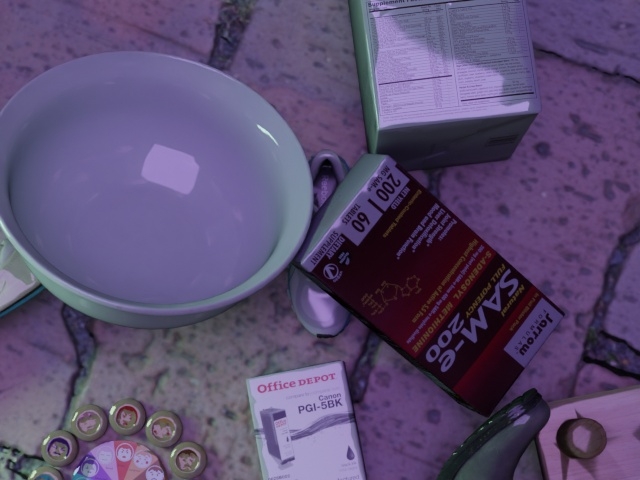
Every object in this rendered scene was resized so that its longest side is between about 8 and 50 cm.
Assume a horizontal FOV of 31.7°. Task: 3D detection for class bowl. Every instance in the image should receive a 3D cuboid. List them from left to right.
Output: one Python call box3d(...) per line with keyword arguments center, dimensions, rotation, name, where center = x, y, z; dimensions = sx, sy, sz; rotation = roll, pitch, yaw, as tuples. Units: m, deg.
box3d(center=(-0.163, -0.027, 1.057), dimensions=(0.298, 0.134, 0.297), rotation=(8, 54, -11), name="bowl")

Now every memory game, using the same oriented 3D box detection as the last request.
box3d(center=(-0.197, 0.247, 1.104), dimensions=(0.186, 0.012, 0.186), rotation=(0, 81, 2), name="memory game")

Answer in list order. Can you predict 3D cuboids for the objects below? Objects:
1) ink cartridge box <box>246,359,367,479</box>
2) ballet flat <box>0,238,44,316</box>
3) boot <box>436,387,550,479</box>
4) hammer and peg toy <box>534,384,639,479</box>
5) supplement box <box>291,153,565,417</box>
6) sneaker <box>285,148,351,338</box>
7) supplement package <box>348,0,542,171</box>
box3d(center=(-0.012, 0.189, 1.086), dimensions=(0.099, 0.056, 0.135), rotation=(-12, 82, 0), name="ink cartridge box")
box3d(center=(-0.350, 0.057, 1.093), dimensions=(0.248, 0.086, 0.086), rotation=(-39, 83, -5), name="ballet flat")
box3d(center=(0.170, 0.265, 1.025), dimensions=(0.161, 0.083, 0.246), rotation=(42, 111, 16), name="boot")
box3d(center=(0.393, 0.237, 1.036), dimensions=(0.361, 0.127, 0.266), rotation=(-12, 80, -1), name="hammer and peg toy")
box3d(center=(0.098, 0.042, 1.058), dimensions=(0.239, 0.073, 0.130), rotation=(40, 84, -16), name="supplement box")
box3d(center=(0.000, 0.000, 1.102), dimensions=(0.071, 0.083, 0.190), rotation=(-2, 83, -1), name="sneaker")
box3d(center=(0.110, -0.186, 1.070), dimensions=(0.149, 0.194, 0.203), rotation=(-7, 82, 0), name="supplement package")
